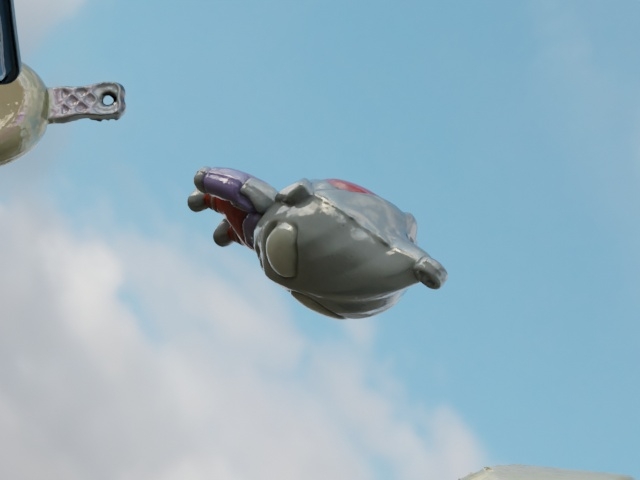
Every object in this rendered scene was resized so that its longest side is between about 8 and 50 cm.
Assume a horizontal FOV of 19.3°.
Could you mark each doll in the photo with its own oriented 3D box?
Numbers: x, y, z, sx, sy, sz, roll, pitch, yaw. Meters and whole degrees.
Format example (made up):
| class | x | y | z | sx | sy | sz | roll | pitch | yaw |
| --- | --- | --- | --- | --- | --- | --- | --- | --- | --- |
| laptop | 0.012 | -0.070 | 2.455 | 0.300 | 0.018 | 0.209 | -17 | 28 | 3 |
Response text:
| class | x | y | z | sx | sy | sz | roll | pitch | yaw |
| --- | --- | --- | --- | --- | --- | --- | --- | --- | --- |
| doll | 0.000 | 0.000 | 1.132 | 0.227 | 0.075 | 0.102 | 19 | -28 | 50 |

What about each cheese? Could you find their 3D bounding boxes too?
| class | x | y | z | sx | sy | sz | roll | pitch | yaw |
| --- | --- | --- | --- | --- | --- | --- | --- | --- | --- |
| cheese | -0.248 | -0.112 | 1.544 | 0.047 | 0.171 | 0.092 | 85 | -19 | -66 |

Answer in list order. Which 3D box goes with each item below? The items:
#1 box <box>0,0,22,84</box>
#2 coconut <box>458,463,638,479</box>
| class | x | y | z | sx | sy | sz | roll | pitch | yaw |
| --- | --- | --- | --- | --- | --- | --- | --- | --- | --- |
| box | -0.258 | -0.149 | 1.333 | 0.074 | 0.054 | 0.099 | 3 | -65 | 13 |
| coconut | 0.105 | 0.186 | 0.909 | 0.162 | 0.161 | 0.161 | 5 | -38 | 13 |
